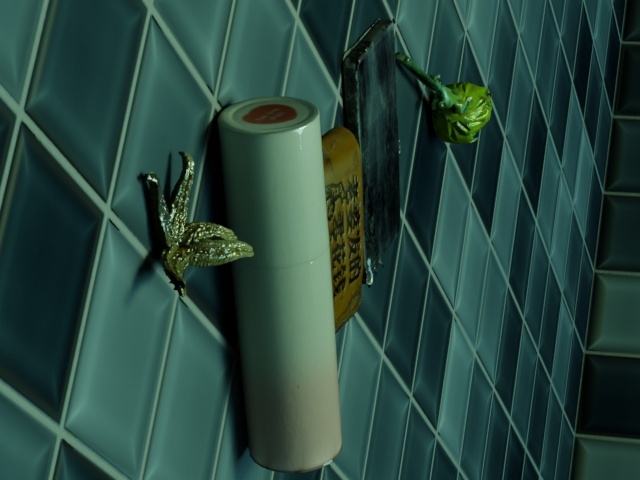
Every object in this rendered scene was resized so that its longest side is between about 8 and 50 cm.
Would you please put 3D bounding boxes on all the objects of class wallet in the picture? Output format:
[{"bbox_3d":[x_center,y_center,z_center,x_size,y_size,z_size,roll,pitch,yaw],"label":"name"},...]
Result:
[{"bbox_3d":[0.003,0.000,1.867,0.161,0.042,0.195,-47,138,-65],"label":"wallet"}]

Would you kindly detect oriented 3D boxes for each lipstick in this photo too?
[{"bbox_3d":[-0.033,0.042,1.672,0.087,0.087,0.327,-57,147,-59],"label":"lipstick"}]

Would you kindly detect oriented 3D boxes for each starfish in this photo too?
[{"bbox_3d":[-0.109,0.001,1.490,0.133,0.041,0.130,50,33,-29],"label":"starfish"}]

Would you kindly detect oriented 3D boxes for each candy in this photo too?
[{"bbox_3d":[0.139,-0.175,2.277,0.262,0.073,0.077,31,75,-65],"label":"candy"}]

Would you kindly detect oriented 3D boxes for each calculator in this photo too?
[{"bbox_3d":[0.059,-0.095,2.075,0.161,0.021,0.262,-53,144,-63],"label":"calculator"}]
